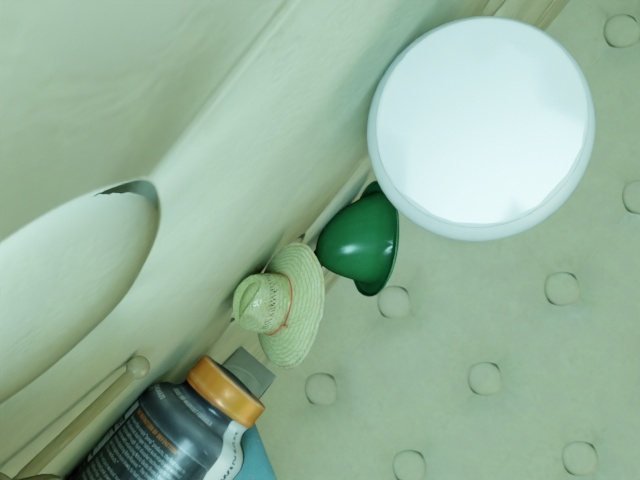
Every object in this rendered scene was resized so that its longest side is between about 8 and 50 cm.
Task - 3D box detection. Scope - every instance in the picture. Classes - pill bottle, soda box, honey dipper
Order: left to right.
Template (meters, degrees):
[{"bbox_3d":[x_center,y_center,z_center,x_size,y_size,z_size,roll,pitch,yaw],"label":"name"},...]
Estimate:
[{"bbox_3d":[-0.175,0.135,0.390,0.161,0.030,0.030,-47,173,-46],"label":"honey dipper"},{"bbox_3d":[-0.167,0.237,0.573,0.246,0.130,0.130,-49,174,-12],"label":"pill bottle"},{"bbox_3d":[-0.203,0.321,0.982,0.286,0.091,0.098,-44,171,-44],"label":"soda box"},{"bbox_3d":[0.148,-0.101,0.541,0.188,0.188,0.334,-52,174,15],"label":"pill bottle"}]

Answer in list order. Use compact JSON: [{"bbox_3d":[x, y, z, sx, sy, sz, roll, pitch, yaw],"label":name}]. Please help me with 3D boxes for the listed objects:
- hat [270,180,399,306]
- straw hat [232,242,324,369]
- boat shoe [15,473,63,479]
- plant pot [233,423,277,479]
[{"bbox_3d":[0.000,0.000,0.847,0.173,0.183,0.209,132,-40,-59],"label":"hat"},{"bbox_3d":[-0.060,0.067,0.611,0.061,0.145,0.144,8,132,-36],"label":"straw hat"},{"bbox_3d":[-0.171,0.201,0.256,0.121,0.110,0.341,-11,151,-34],"label":"boat shoe"},{"bbox_3d":[-0.157,0.347,0.728,0.195,0.290,0.290,-19,163,-17],"label":"plant pot"}]
